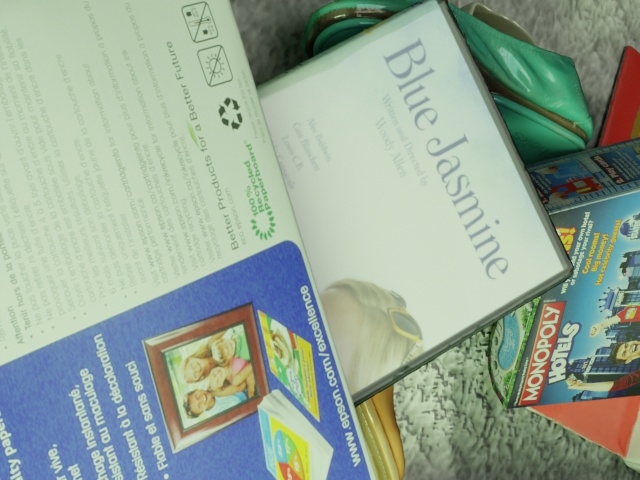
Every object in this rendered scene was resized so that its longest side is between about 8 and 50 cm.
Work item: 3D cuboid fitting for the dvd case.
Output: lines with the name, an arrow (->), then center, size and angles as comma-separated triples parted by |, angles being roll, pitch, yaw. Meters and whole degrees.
dvd case -> 0.000, 0.000, 0.753 | 0.253, 0.022, 0.180 | -30, 99, -15

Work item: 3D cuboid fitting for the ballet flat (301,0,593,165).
ballet flat -> 0.079, -0.117, 0.871 | 0.247, 0.083, 0.087 | 20, 54, -40

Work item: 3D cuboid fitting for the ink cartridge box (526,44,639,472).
ink cartridge box -> 0.294, 0.037, 1.060 | 0.261, 0.066, 0.296 | 30, 72, -39

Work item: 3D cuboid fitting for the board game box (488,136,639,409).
board game box -> 0.175, 0.016, 0.919 | 0.194, 0.060, 0.194 | -1, 122, -22

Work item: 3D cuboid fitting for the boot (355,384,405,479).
boot -> 0.043, 0.044, 0.839 | 0.152, 0.073, 0.197 | -37, 117, -38

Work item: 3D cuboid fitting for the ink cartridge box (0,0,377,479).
ink cartridge box -> -0.122, 0.042, 0.598 | 0.307, 0.072, 0.304 | -24, 101, -45
